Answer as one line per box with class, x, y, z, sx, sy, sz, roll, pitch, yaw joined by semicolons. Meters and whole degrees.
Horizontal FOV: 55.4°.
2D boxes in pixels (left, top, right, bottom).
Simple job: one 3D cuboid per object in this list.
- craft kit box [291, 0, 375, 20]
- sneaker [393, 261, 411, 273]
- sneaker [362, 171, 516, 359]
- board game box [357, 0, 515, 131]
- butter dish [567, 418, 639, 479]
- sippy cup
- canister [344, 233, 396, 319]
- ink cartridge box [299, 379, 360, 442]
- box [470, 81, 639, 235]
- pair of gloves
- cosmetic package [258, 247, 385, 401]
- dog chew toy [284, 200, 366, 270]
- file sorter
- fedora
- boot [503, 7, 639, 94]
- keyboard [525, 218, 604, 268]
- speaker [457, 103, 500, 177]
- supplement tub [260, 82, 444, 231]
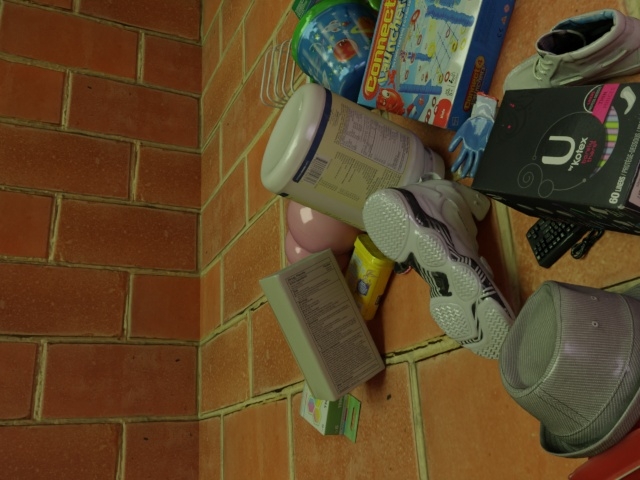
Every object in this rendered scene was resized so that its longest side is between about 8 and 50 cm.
craft kit box;0.082;-0.649;1.481;0.060;0.247;0.250;60;141;18
sneaker;0.181;0.026;1.332;0.119;0.057;0.047;-65;34;37
sneaker;0.258;0.026;1.096;0.365;0.210;0.137;50;139;11
board game box;0.228;-0.400;1.251;0.302;0.086;0.308;33;114;52
butter dish;0.406;0.246;0.747;0.118;0.160;0.159;-77;13;-48
sippy cup;0.075;-0.438;1.494;0.305;0.240;0.224;67;178;-57
canister;0.109;0.088;1.449;0.126;0.074;0.169;55;134;52
ink cartridge box;0.021;0.430;1.564;0.209;0.062;0.108;15;97;64
box;0.367;-0.112;0.840;0.270;0.144;0.165;20;90;62
pair of gloves;0.316;-0.170;1.068;0.198;0.023;0.159;30;111;42
cosmetic package;0.003;0.193;1.400;0.113;0.160;0.309;-22;93;61
dog chew toy;0.000;0.000;1.568;0.206;0.207;0.331;-110;27;-42
file sorter;-0.049;-0.485;1.793;0.278;0.173;0.192;15;97;65
fedora;0.319;0.138;0.786;0.275;0.124;0.243;-57;-2;-45
boot;0.357;-0.279;0.919;0.258;0.124;0.095;-11;71;54
keyboard;0.393;-0.029;0.947;0.180;0.023;0.108;121;145;-43
speaker;0.298;-0.184;1.141;0.055;0.055;0.136;30;111;62
supplement tub;0.065;-0.155;1.258;0.235;0.325;0.235;-53;25;37
